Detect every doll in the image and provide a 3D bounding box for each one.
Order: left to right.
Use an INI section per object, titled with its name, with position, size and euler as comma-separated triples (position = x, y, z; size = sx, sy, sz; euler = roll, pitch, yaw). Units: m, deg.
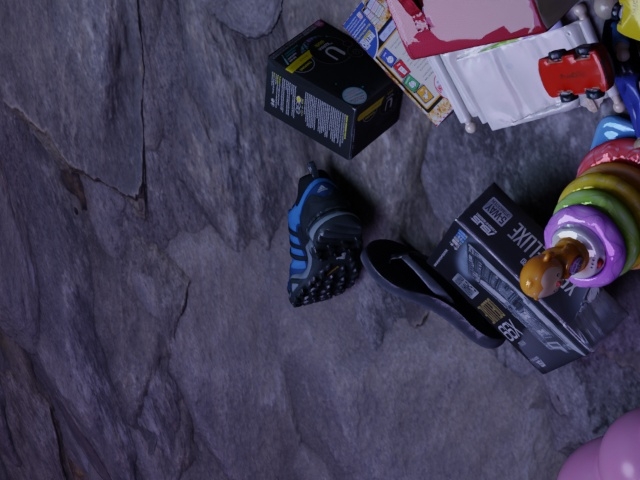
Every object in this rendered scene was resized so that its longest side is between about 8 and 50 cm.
[doll]
position = 0.360, -0.204, 1.603
size = 0.046, 0.129, 0.189
euler = -18, 91, 8

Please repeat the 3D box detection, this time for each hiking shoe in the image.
[hiking shoe]
position = 0.000, 0.000, 2.195
size = 0.304, 0.113, 0.132
euler = 111, 143, -58

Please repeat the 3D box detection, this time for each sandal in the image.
[sandal]
position = 0.181, 0.066, 2.055
size = 0.254, 0.097, 0.054
euler = 31, 130, 8

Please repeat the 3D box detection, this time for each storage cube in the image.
[storage cube]
position = 0.190, -0.338, 1.561
size = 0.193, 0.215, 0.184
euler = -6, 118, 42

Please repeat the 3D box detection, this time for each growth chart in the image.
[growth chart]
position = 0.250, -0.219, 1.716
size = 0.237, 0.021, 0.172
euler = -8, 115, 31

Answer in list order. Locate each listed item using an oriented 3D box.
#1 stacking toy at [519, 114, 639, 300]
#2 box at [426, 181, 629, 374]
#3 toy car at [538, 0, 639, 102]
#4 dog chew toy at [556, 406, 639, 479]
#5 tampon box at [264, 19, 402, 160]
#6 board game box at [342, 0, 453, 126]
[stacking toy]
position = 0.329, -0.009, 1.628
size = 0.165, 0.302, 0.175
euler = 30, 131, 25
[box]
position = 0.272, 0.060, 1.852
size = 0.242, 0.076, 0.307
euler = 45, 171, 5
[toy car]
position = 0.364, -0.177, 1.480
size = 0.225, 0.053, 0.239
euler = 53, 147, 13
[dog chew toy]
position = 0.466, 0.327, 1.902
size = 0.206, 0.206, 0.332
euler = 40, 136, 13
[tampon box]
position = 0.019, -0.214, 1.932
size = 0.161, 0.120, 0.101
euler = 32, 142, 22
[board game box]
position = 0.135, -0.266, 1.824
size = 0.193, 0.045, 0.147
euler = 48, 144, 2
